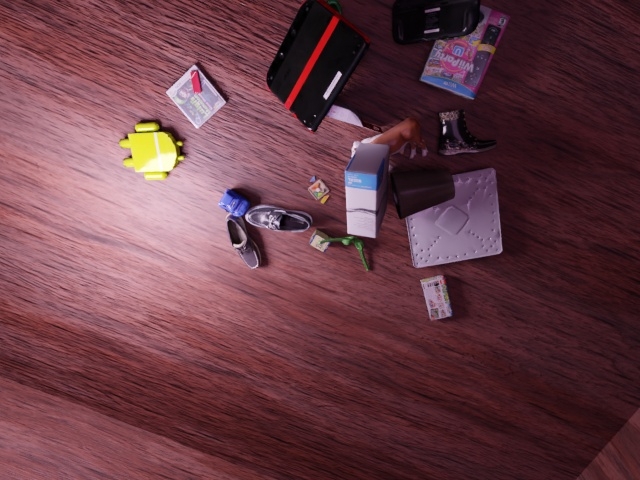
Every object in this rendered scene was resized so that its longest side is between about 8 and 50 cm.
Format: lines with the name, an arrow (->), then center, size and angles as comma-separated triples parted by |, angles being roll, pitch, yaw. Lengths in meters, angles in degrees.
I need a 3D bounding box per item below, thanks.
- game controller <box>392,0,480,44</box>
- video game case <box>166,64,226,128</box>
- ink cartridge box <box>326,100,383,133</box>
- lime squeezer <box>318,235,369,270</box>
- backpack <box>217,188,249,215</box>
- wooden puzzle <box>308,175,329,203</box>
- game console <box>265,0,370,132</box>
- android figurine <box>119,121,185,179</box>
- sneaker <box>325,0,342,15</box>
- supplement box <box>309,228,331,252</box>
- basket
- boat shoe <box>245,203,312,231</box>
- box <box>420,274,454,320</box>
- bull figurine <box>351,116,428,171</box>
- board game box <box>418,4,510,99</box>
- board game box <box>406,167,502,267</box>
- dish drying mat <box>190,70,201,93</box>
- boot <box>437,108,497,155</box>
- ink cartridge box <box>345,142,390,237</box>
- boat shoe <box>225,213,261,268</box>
game controller -> 0.411, -0.819, 1.486 | 0.320, 0.067, 0.166 | 7, 115, 31
video game case -> -0.518, -0.599, 1.706 | 0.173, 0.022, 0.190 | -37, 103, 15
ink cartridge box -> 0.139, -0.494, 1.613 | 0.233, 0.189, 0.066 | 13, 114, -1
lime squeezer -> 0.128, 0.025, 1.839 | 0.311, 0.059, 0.109 | 29, 103, -32
backpack -> -0.380, -0.158, 1.798 | 0.120, 0.101, 0.097 | 32, 97, -5
wooden puzzle -> -0.007, -0.223, 1.806 | 0.116, 0.014, 0.078 | 43, 106, -10
game console -> -0.028, -0.654, 1.523 | 0.342, 0.060, 0.386 | 48, 122, 19
android figurine -> -0.727, -0.386, 1.775 | 0.273, 0.056, 0.248 | -3, 108, 5
sneaker -> 0.036, -0.761, 1.560 | 0.110, 0.123, 0.295 | -2, 109, 4
supplement box -> 0.000, 0.000, 1.845 | 0.083, 0.083, 0.056 | 29, 108, -6
basket -> 0.416, -0.207, 1.664 | 0.227, 0.154, 0.204 | -14, 114, 5
boat shoe -> -0.189, -0.089, 1.816 | 0.302, 0.102, 0.108 | 10, 109, 1
box -> 0.551, 0.271, 1.927 | 0.114, 0.036, 0.206 | -15, 107, 8
bull figurine -> 0.283, -0.380, 1.689 | 0.311, 0.101, 0.188 | -26, 112, 18
board game box -> 0.540, -0.724, 1.557 | 0.224, 0.097, 0.303 | 19, 109, -2
board game box -> 0.575, -0.095, 1.793 | 0.391, 0.050, 0.389 | -11, 108, 8
dish drying mat -> -0.512, -0.648, 1.673 | 0.032, 0.008, 0.083 | -5, 108, 5
boot -> 0.594, -0.443, 1.655 | 0.237, 0.085, 0.178 | -6, 106, 6
ink cartridge box -> 0.190, -0.199, 1.631 | 0.129, 0.223, 0.307 | 9, 134, 16
boat shoe -> -0.361, 0.011, 1.867 | 0.103, 0.092, 0.285 | -17, 106, 11
